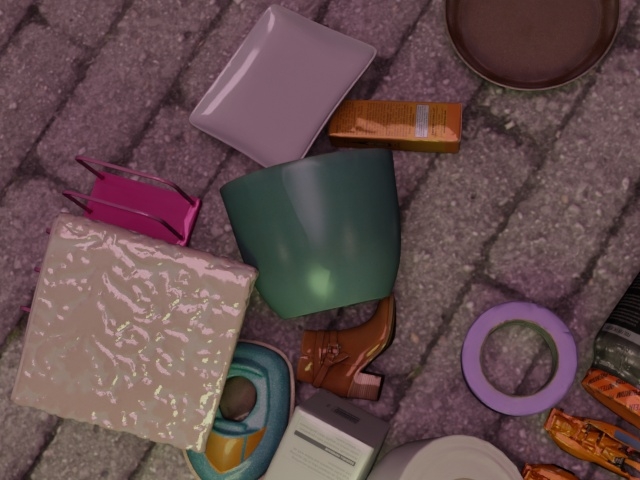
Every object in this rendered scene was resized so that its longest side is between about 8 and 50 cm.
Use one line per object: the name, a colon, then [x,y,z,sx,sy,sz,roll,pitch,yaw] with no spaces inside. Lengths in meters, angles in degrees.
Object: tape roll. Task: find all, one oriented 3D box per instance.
tape roll: [0.199,0.445,1.503,0.286,0.100,0.286,10,69,-29]
tape roll: [0.328,0.198,1.625,0.189,0.080,0.189,-1,80,7]

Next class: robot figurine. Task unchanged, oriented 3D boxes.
robot figurine: [0.477,0.399,1.564,0.291,0.085,0.211,25,87,11]

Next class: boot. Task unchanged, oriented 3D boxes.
boot: [0.045,0.169,1.669,0.152,0.073,0.197,13,78,13]

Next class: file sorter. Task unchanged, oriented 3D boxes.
file sorter: [-0.363,0.021,1.686,0.202,0.182,0.290,16,81,10]

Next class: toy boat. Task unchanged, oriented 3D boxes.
toy boat: [-0.205,0.290,1.634,0.318,0.148,0.267,6,80,7]

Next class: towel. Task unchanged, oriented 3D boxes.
towel: [-0.295,0.147,1.540,0.332,0.053,0.317,16,95,2]

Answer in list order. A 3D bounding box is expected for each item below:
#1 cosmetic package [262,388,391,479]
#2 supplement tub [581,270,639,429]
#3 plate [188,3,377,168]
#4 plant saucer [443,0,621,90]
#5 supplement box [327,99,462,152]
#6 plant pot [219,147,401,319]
cosmetic package: [-0.004,0.376,1.538,0.138,0.224,0.224,27,94,11]
supplement tub: [0.575,0.136,1.543,0.207,0.207,0.338,36,85,12]
plate: [-0.066,-0.266,1.739,0.277,0.045,0.278,32,84,34]
plant saucer: [0.377,-0.410,1.752,0.311,0.050,0.310,-1,78,6]
supplement box: [0.132,-0.203,1.726,0.233,0.078,0.080,2,79,6]
plant pot: [0.000,0.000,1.605,0.293,0.293,0.235,-12,86,4]
